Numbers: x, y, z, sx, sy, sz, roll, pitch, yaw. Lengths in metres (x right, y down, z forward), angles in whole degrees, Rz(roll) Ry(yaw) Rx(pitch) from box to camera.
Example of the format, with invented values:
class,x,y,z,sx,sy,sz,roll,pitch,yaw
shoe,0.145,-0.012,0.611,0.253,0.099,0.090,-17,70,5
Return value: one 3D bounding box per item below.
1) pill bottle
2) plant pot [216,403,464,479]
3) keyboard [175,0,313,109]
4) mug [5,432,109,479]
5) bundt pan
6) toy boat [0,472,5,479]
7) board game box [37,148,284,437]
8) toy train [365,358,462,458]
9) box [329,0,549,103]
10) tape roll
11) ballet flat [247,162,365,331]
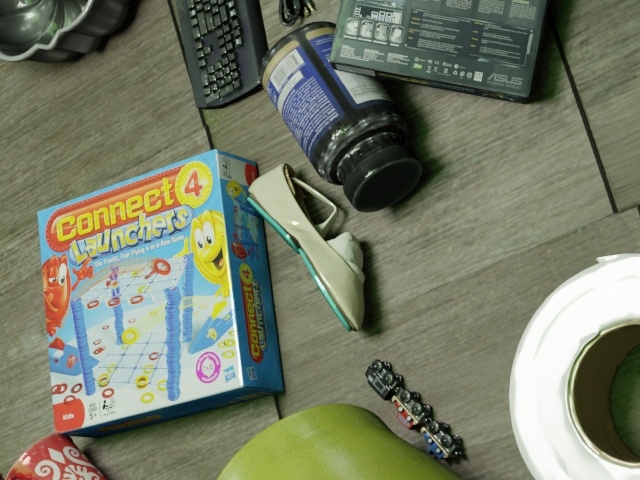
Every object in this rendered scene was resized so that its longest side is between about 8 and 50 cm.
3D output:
class,x,y,z,sx,sy,sz,roll,pitch,yaw
pill bottle,0.026,-0.144,1.836,0.123,0.123,0.219,-42,61,20
plant pot,0.054,0.366,1.608,0.366,0.366,0.353,-54,46,13
keyboard,-0.112,-0.339,2.024,0.201,0.033,0.317,-22,70,28
mug,-0.317,0.345,1.957,0.169,0.150,0.113,37,131,25
bundt pan,-0.366,-0.391,2.147,0.331,0.124,0.330,-7,77,32
toy boat,-0.521,0.364,2.007,0.151,0.151,0.231,43,107,-6
board game box,-0.210,0.073,1.973,0.308,0.086,0.302,-17,72,30
toy train,0.104,0.196,1.775,0.158,0.027,0.036,46,110,32
box,0.140,-0.266,1.765,0.233,0.059,0.183,10,87,5
tape roll,0.339,0.157,1.582,0.286,0.100,0.286,-7,77,33
ballet flat,0.000,0.000,1.858,0.086,0.086,0.248,-48,58,17
